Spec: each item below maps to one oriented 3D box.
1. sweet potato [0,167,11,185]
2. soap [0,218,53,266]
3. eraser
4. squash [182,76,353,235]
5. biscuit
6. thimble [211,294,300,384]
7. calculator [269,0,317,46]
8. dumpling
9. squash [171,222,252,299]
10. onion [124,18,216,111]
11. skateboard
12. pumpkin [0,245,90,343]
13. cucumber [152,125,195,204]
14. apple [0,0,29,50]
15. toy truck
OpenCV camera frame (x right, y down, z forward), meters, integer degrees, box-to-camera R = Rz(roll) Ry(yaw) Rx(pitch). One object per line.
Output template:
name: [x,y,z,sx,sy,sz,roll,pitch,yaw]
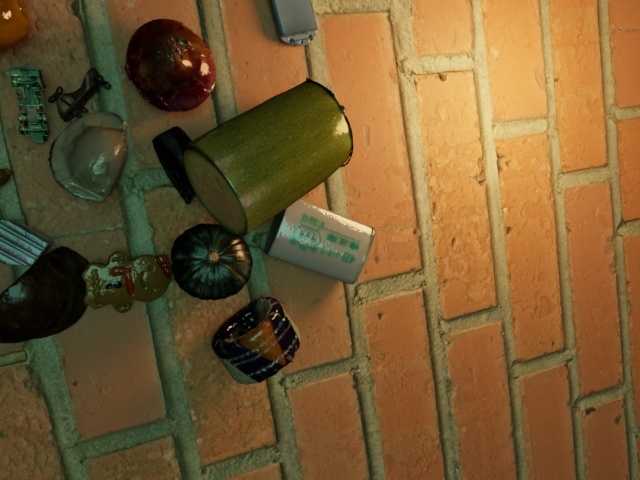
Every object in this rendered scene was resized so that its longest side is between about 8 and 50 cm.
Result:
sweet potato: [-0.835,-0.132,1.076,0.195,0.056,0.056,-24,102,-24]
soap: [-0.755,0.004,1.116,0.149,0.056,0.100,35,81,-19]
eraser: [0.000,0.000,1.350,0.290,0.104,0.189,20,92,-19]
squash: [-0.120,-0.217,1.173,0.384,0.263,0.263,-37,105,-25]
biscuit: [-0.500,0.107,1.203,0.226,0.036,0.165,-4,99,-30]
thimble: [-0.172,0.266,1.258,0.237,0.237,0.150,-35,109,-13]
calculator: [-0.081,-0.662,1.299,0.121,0.039,0.210,-19,100,-18]
dumpling: [-0.569,-0.210,1.124,0.173,0.142,0.246,12,68,-16]
squash: [-0.290,0.056,1.217,0.218,0.172,0.217,0,92,-12]
onion: [-0.374,-0.442,1.154,0.230,0.163,0.229,-5,104,-22]
skateboard: [-0.605,-0.367,1.139,0.080,0.067,0.151,39,86,-8]
pumpkin: [-0.691,0.174,1.108,0.312,0.148,0.169,-45,104,-9]
cucumber: [-0.363,-0.208,1.224,0.115,0.086,0.192,-34,98,-11]
apple: [-0.745,-0.519,1.017,0.155,0.182,0.182,-20,101,-26]
toy truck: [-0.696,-0.330,1.110,0.067,0.081,0.175,-5,115,-18]
